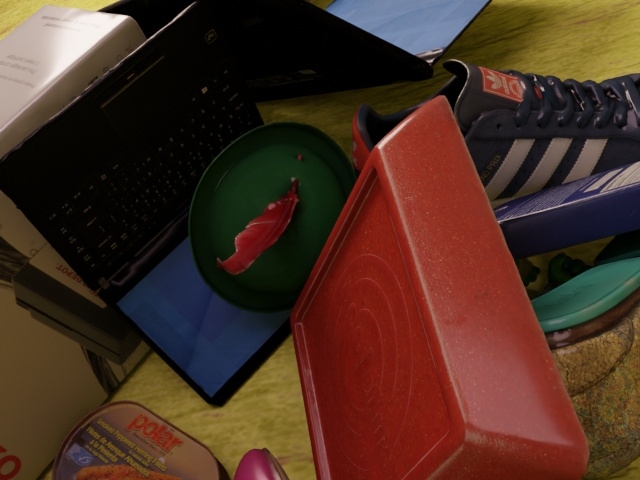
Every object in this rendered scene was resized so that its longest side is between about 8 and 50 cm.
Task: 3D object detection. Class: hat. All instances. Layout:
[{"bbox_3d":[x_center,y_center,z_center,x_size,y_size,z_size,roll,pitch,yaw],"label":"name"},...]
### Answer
[{"bbox_3d":[0.000,0.000,0.606,0.208,0.173,0.183,-42,28,-20],"label":"hat"}]

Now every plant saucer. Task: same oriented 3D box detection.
[{"bbox_3d":[0.042,0.079,0.492,0.048,0.259,0.258,4,50,-21],"label":"plant saucer"}]

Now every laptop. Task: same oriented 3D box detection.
[{"bbox_3d":[-0.024,-0.297,0.866,0.382,0.408,0.236,6,83,52],"label":"laptop"},{"bbox_3d":[-0.098,-0.026,0.657,0.137,0.264,0.234,31,67,34],"label":"laptop"}]

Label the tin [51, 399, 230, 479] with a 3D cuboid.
[{"bbox_3d":[-0.155,0.208,0.644,0.190,0.040,0.106,19,64,39],"label":"tin"}]

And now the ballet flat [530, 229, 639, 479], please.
[{"bbox_3d":[0.236,0.049,0.516,0.123,0.123,0.349,19,32,40],"label":"ballet flat"}]

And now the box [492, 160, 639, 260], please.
[{"bbox_3d":[0.223,-0.032,0.568,0.225,0.036,0.136,-16,5,38],"label":"box"}]

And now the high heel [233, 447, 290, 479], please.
[{"bbox_3d":[-0.054,0.305,0.402,0.181,0.127,0.377,-17,50,-2],"label":"high heel"}]

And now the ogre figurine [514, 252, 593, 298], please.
[{"bbox_3d":[0.113,0.054,0.600,0.197,0.097,0.118,19,53,-8],"label":"ogre figurine"}]

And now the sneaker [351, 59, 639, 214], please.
[{"bbox_3d":[0.193,-0.111,0.686,0.350,0.148,0.131,-16,43,13],"label":"sneaker"}]

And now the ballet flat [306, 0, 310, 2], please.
[{"bbox_3d":[-0.098,-0.370,1.138,0.342,0.116,0.124,-43,17,-6],"label":"ballet flat"}]

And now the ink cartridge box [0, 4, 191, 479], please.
[{"bbox_3d":[-0.285,0.012,0.719,0.166,0.285,0.395,19,60,39],"label":"ink cartridge box"}]
